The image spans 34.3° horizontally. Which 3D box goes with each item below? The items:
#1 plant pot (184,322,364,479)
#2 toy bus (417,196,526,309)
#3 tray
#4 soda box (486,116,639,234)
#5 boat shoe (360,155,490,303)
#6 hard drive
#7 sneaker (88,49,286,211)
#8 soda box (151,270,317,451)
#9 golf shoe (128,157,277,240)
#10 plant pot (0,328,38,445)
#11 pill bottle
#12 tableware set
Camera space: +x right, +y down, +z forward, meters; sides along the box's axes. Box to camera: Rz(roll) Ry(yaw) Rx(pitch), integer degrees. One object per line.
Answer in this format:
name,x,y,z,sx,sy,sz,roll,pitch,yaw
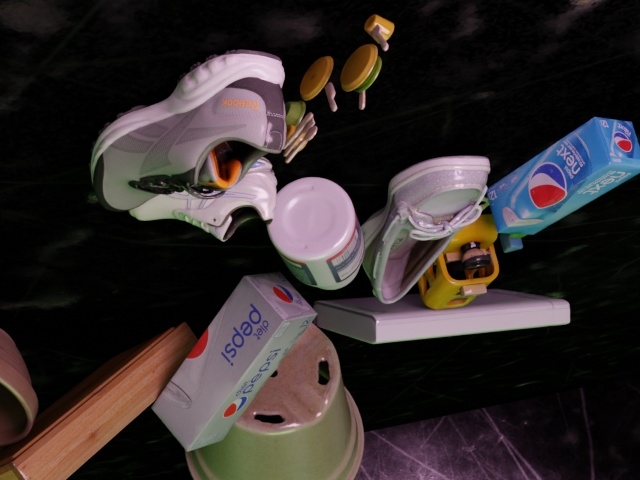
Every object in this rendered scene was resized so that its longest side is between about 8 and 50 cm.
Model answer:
plant pot,-0.080,0.285,1.797,0.334,0.334,0.305,-9,148,-8
toy bus,0.210,0.033,1.523,0.191,0.104,0.202,-23,158,28
tray,-0.370,0.276,1.600,0.203,0.076,0.411,-28,-171,36
soda box,0.310,-0.078,1.333,0.071,0.067,0.210,2,155,-33
boat shoe,0.133,-0.016,1.347,0.118,0.103,0.320,-3,159,-23
hard drive,0.195,0.119,1.710,0.353,0.047,0.233,-3,-176,-24
sneaker,-0.136,-0.083,1.012,0.100,0.108,0.271,6,155,-44
soda box,-0.132,0.182,1.557,0.091,0.098,0.286,-6,138,-57
golf shoe,-0.133,-0.038,1.166,0.176,0.086,0.069,-14,162,11
plant pot,-0.503,0.183,1.457,0.237,0.110,0.237,6,138,5
pill bottle,0.000,0.000,1.310,0.108,0.108,0.180,-13,160,4
tableware set,0.014,-0.142,0.959,0.024,0.104,0.154,29,116,-28
